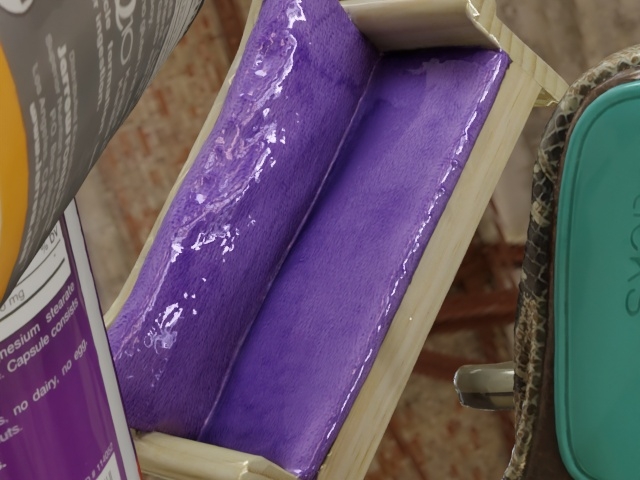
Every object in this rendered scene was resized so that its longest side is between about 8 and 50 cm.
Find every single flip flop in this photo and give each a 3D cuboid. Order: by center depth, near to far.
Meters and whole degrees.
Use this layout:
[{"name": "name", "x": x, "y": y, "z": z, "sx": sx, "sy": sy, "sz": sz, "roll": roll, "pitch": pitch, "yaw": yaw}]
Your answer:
[{"name": "flip flop", "x": 0.218, "y": 0.057, "z": 1.160, "sx": 0.112, "sy": 0.277, "sz": 0.080, "roll": 155, "pitch": -77, "yaw": -73}]

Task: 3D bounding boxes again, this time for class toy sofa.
[{"name": "toy sofa", "x": 0.000, "y": 0.000, "z": 1.082, "sx": 0.177, "sy": 0.362, "sz": 0.150, "roll": 37, "pitch": -20, "yaw": -34}]

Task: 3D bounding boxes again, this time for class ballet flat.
[{"name": "ballet flat", "x": 0.163, "y": 0.140, "z": 0.862, "sx": 0.164, "sy": 0.182, "sz": 0.483, "roll": 9, "pitch": -86, "yaw": 17}]

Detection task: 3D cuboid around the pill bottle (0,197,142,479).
[{"name": "pill bottle", "x": -0.186, "y": 0.026, "z": 0.702, "sx": 0.181, "sy": 0.181, "sz": 0.323, "roll": 31, "pitch": -40, "yaw": 44}]

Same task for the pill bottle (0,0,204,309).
[{"name": "pill bottle", "x": -0.113, "y": -0.078, "z": 0.422, "sx": 0.162, "sy": 0.278, "sz": 0.162, "roll": 6, "pitch": -57, "yaw": 10}]
